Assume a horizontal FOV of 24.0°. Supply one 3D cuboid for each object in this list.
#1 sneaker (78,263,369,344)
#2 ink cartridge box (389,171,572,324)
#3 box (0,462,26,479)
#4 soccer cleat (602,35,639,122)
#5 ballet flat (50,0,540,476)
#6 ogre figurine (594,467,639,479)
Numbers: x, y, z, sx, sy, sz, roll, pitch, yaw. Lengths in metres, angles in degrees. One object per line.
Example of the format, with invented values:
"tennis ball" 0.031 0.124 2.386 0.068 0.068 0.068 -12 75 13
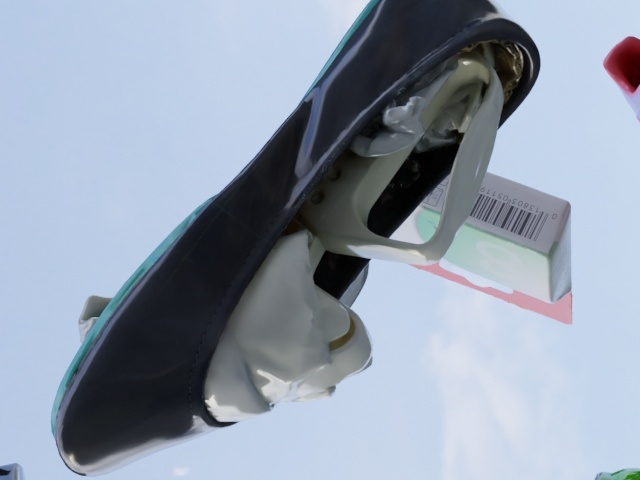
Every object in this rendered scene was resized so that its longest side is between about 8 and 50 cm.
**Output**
"sneaker" -0.049 0.032 0.737 0.061 0.152 0.053 59 -167 -32
"ink cartridge box" 0.108 0.010 1.191 0.056 0.181 0.224 -61 -21 -22
"box" -0.280 0.307 0.789 0.183 0.294 0.296 -112 14 -66
"soccer cleat" 0.233 -0.104 0.852 0.095 0.248 0.083 38 -100 -1
"ballet flat" 0.000 0.000 0.467 0.203 0.074 0.074 -52 -58 -13
"ogre figurine" 0.212 0.136 0.722 0.197 0.118 0.097 -25 -65 -15
